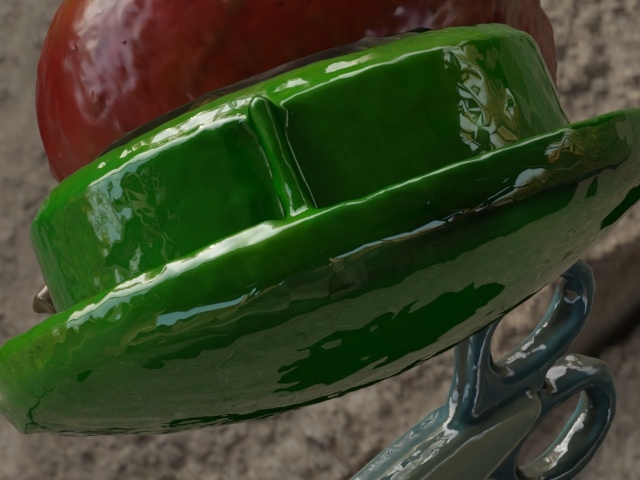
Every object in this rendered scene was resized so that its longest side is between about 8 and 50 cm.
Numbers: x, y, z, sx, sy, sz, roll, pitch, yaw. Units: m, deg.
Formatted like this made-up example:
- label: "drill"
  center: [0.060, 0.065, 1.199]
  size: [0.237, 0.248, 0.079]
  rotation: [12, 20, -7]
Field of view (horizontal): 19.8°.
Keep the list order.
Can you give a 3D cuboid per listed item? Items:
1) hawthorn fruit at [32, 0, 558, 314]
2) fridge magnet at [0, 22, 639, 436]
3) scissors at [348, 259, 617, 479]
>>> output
- label: "hawthorn fruit"
  center: [-0.027, -0.059, 0.773]
  size: [0.253, 0.205, 0.205]
  rotation: [-35, 59, -10]
- label: "fridge magnet"
  center: [0.000, 0.000, 0.528]
  size: [0.208, 0.208, 0.088]
  rotation: [-21, 85, 1]
- label: "scissors"
  center: [0.042, 0.122, 0.884]
  size: [0.289, 0.138, 0.041]
  rotation: [-36, 41, -26]
